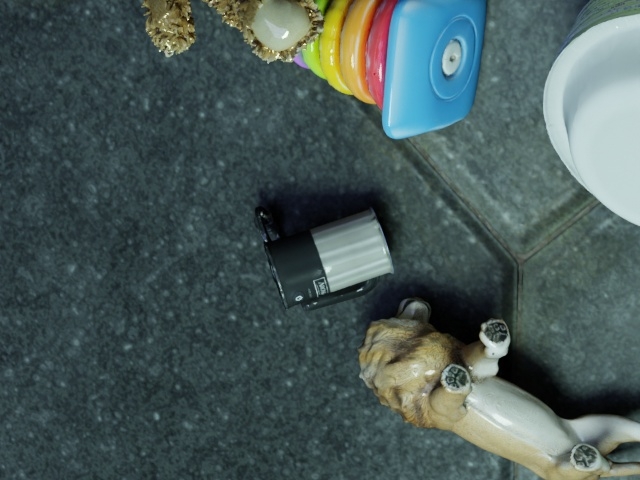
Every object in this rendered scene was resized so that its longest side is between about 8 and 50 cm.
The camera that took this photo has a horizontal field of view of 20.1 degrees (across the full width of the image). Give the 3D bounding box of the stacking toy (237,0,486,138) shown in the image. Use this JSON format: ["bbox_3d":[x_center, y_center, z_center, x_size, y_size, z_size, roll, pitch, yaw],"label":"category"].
[{"bbox_3d":[0.022,-0.231,1.974,0.302,0.175,0.166,18,114,33],"label":"stacking toy"}]

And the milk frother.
[{"bbox_3d":[0.000,0.000,2.108,0.134,0.129,0.143,-18,73,-4],"label":"milk frother"}]

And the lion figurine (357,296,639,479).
[{"bbox_3d":[0.221,0.201,2.047,0.392,0.142,0.240,36,158,2],"label":"lion figurine"}]

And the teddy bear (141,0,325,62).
[{"bbox_3d":[-0.102,-0.316,1.962,0.338,0.113,0.245,10,97,37],"label":"teddy bear"}]

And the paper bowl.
[{"bbox_3d":[0.361,-0.119,1.797,0.284,0.148,0.284,17,137,16],"label":"paper bowl"}]
